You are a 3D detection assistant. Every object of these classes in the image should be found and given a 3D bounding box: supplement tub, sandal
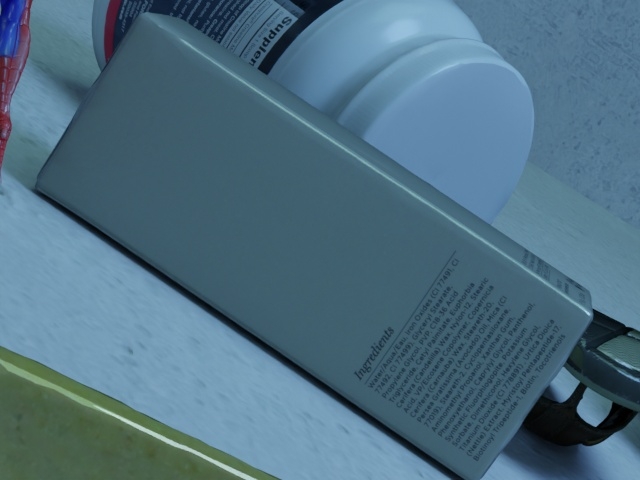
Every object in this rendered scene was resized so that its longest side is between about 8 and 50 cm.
[{"bbox_3d":[-0.010,-0.109,1.044,0.272,0.191,0.191,41,14,36],"label":"supplement tub"},{"bbox_3d":[0.160,0.088,0.994,0.120,0.086,0.303,27,-3,-4],"label":"sandal"}]

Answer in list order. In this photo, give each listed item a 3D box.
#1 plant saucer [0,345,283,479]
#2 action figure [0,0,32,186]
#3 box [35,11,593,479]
[{"bbox_3d":[0.056,0.179,0.286,0.333,0.081,0.333,29,13,-22],"label":"plant saucer"},{"bbox_3d":[-0.222,-0.115,0.786,0.091,0.139,0.280,19,-5,-42],"label":"action figure"},{"bbox_3d":[0.000,0.000,0.819,0.275,0.113,0.094,35,11,4],"label":"box"}]
